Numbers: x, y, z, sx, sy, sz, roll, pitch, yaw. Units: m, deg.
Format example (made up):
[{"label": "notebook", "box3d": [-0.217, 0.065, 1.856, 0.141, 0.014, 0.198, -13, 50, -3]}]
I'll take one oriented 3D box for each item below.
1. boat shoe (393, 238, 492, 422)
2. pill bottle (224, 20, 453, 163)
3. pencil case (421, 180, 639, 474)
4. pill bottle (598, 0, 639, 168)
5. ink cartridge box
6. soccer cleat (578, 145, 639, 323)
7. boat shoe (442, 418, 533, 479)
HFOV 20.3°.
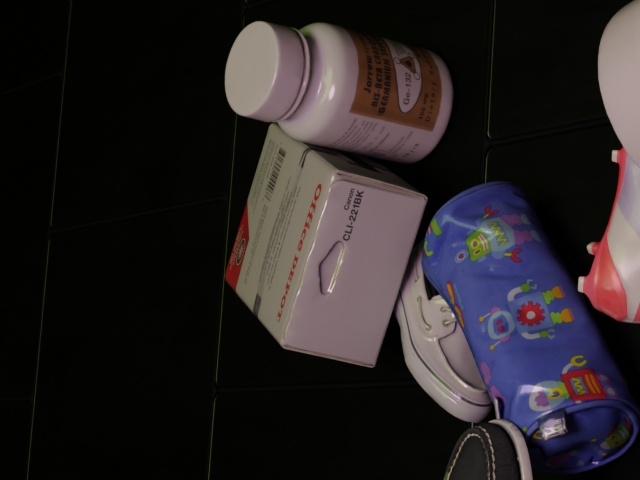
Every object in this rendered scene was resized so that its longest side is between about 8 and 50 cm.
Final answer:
[{"label": "boat shoe", "box3d": [0.126, 0.085, 1.839, 0.076, 0.083, 0.226, -59, 39, 29]}, {"label": "pill bottle", "box3d": [0.019, -0.164, 1.926, 0.131, 0.229, 0.131, -18, 67, 52]}, {"label": "pencil case", "box3d": [0.192, 0.086, 1.707, 0.119, 0.133, 0.306, 77, 173, -51]}, {"label": "pill bottle", "box3d": [0.417, -0.179, 1.374, 0.392, 0.224, 0.224, -28, 59, 48]}, {"label": "ink cartridge box", "box3d": [0.000, 0.000, 1.955, 0.273, 0.114, 0.197, -136, 61, -69]}, {"label": "soccer cleat", "box3d": [0.310, -0.045, 1.634, 0.095, 0.083, 0.248, 15, 89, 26]}, {"label": "boat shoe", "box3d": [0.117, 0.307, 1.599, 0.114, 0.091, 0.303, 5, 87, 65]}]
